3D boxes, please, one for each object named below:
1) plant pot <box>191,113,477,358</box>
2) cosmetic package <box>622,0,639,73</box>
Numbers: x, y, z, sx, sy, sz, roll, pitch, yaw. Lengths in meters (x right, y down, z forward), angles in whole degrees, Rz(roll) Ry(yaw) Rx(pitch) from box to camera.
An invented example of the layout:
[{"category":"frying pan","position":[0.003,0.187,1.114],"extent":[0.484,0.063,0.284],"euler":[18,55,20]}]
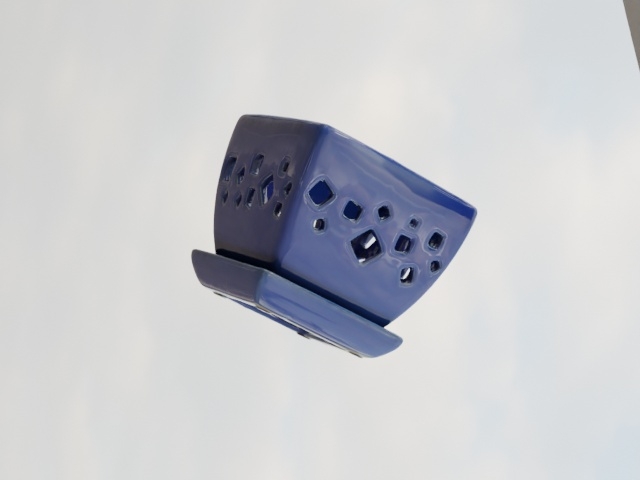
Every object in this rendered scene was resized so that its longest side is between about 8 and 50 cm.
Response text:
[{"category":"plant pot","position":[0.000,0.000,2.010],"extent":[0.236,0.236,0.212],"euler":[16,-101,62]},{"category":"cosmetic package","position":[0.484,-0.172,1.927],"extent":[0.161,0.230,0.453],"euler":[-41,-142,37]}]
